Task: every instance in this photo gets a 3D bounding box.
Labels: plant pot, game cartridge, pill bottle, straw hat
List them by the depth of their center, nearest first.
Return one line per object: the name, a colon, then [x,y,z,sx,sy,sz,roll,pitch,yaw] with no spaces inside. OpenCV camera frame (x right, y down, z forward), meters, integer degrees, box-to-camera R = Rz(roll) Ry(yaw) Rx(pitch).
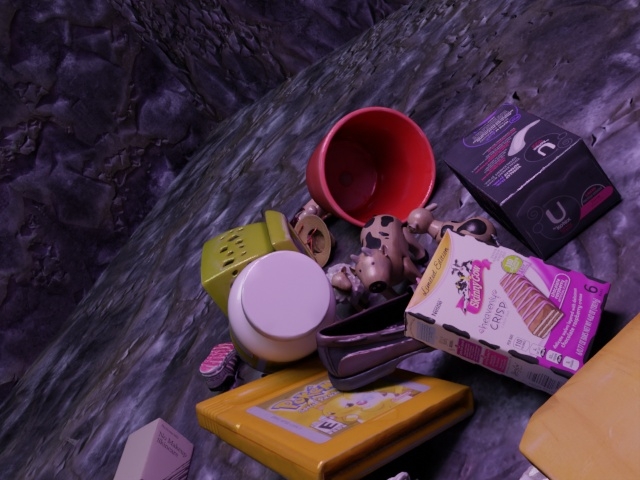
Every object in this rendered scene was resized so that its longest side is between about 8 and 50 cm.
game cartridge: [0.012,0.246,0.962,0.285,0.053,0.323,-15,13,-36]
pill bottle: [-0.072,0.132,1.170,0.188,0.187,0.334,-50,-5,-18]
plant pot: [-0.120,0.078,1.469,0.207,0.228,0.227,-32,24,5]
plant pot: [0.092,-0.156,1.513,0.275,0.275,0.243,-48,14,-12]
straw hat: [0.000,0.000,1.598,0.061,0.145,0.144,-6,-4,-40]

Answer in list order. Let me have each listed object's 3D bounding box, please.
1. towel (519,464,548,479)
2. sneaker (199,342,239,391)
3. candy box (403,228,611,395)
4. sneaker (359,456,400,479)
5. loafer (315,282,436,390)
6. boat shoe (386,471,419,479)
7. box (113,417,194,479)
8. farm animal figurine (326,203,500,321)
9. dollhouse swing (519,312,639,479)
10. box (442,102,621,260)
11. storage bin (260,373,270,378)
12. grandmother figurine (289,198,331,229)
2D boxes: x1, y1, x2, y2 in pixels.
towel: [0.248,0.332,0.684,0.285,0.034,0.209,-43,24,-1]
sneaker: [-0.216,0.283,1.457,0.063,0.075,0.170,-5,13,16]
candy box: [0.250,0.094,0.882,0.233,0.071,0.159,19,57,21]
sneaker: [0.061,0.376,0.860,0.217,0.079,0.121,-54,29,-7]
loafer: [0.135,0.114,0.971,0.302,0.095,0.109,-28,19,-5]
boat shoe: [0.103,0.321,0.741,0.306,0.113,0.105,-15,27,39]
box: [-0.331,0.484,1.233,0.094,0.113,0.275,-33,26,19]
farm animal figurine: [0.141,0.038,1.177,0.330,0.172,0.327,-39,23,8]
dollhouse swing: [0.402,0.210,0.573,0.347,0.315,0.305,-43,-15,-3]
box: [0.355,-0.112,1.136,0.165,0.143,0.270,-41,24,8]
storage bin: [-0.063,0.309,1.154,0.135,0.098,0.091,30,101,65]
grandmother figurine: [-0.024,-0.061,1.709,0.342,0.104,0.208,-45,-11,2]
